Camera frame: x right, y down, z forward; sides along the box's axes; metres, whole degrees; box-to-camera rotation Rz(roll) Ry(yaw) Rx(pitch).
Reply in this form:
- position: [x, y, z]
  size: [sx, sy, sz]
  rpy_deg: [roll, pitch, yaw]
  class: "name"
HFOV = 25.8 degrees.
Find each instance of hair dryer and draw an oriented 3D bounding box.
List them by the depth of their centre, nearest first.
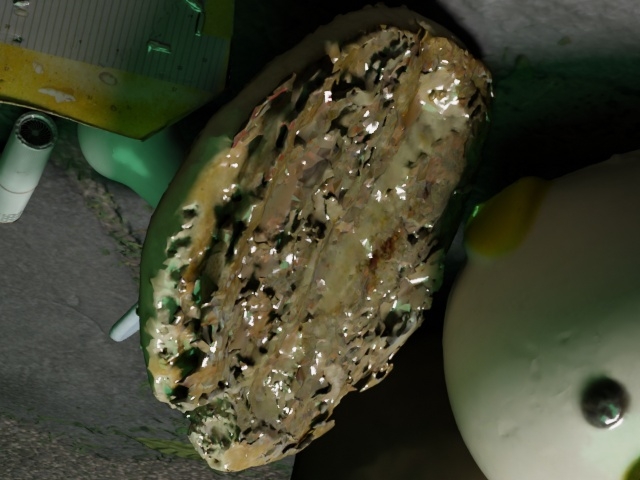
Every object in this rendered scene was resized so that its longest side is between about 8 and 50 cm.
- position: [-0.343, -0.088, 1.273]
  size: [0.183, 0.044, 0.155]
  rpy_deg: [20, 146, -16]
  class: "hair dryer"

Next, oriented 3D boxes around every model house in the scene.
- position: [-0.160, -0.186, 0.967]
  size: [0.219, 0.207, 0.136]
  rpy_deg: [11, -173, -8]
  class: "model house"

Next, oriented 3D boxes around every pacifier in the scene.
- position: [-0.104, -0.045, 1.182]
  size: [0.233, 0.244, 0.299]
  rpy_deg: [45, 146, -3]
  class: "pacifier"

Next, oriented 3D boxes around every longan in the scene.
- position: [0.152, 0.255, 1.454]
  size: [0.404, 0.336, 0.404]
  rpy_deg: [-3, 171, 0]
  class: "longan"

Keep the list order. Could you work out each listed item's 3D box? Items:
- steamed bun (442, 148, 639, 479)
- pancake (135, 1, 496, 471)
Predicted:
- position: [0.288, 0.088, 1.153]
  size: [0.373, 0.334, 0.334]
  rpy_deg: [-10, 148, 6]
  class: "steamed bun"
- position: [0.001, 0.001, 1.046]
  size: [0.071, 0.382, 0.382]
  rpy_deg: [27, 162, 31]
  class: "pancake"
